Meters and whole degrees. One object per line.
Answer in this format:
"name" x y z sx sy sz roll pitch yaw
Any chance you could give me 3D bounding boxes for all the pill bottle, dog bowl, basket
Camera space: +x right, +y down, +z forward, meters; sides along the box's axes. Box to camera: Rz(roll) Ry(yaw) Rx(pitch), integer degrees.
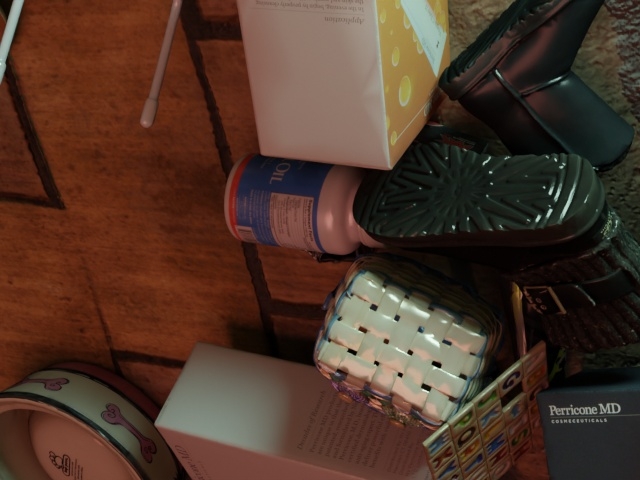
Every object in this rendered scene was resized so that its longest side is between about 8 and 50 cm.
"pill bottle" -0.005 -0.047 1.494 0.221 0.124 0.124 7 125 24
"dog bowl" -0.422 0.393 2.022 0.408 0.150 0.408 15 129 20
"basket" 0.110 0.129 1.472 0.255 0.289 0.201 26 98 11

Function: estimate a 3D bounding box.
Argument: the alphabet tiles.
"alphabet tiles" 0.220 0.249 1.433 0.009 0.198 0.237 42 163 35

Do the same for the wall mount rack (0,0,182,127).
"wall mount rack" -0.280 -0.320 1.393 0.350 0.130 0.304 15 125 0

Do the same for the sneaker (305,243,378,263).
"sneaker" 0.000 0.000 1.562 0.158 0.065 0.061 6 125 25

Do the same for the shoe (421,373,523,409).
"shoe" 0.191 0.225 1.628 0.219 0.058 0.076 3 143 32

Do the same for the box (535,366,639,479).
"box" 0.470 0.313 1.369 0.343 0.179 0.312 -7 91 33

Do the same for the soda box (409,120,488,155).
"soda box" 0.120 -0.119 1.415 0.169 0.060 0.053 22 131 13

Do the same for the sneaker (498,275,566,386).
"sneaker" 0.301 0.115 1.463 0.097 0.084 0.235 -5 120 29

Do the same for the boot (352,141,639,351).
"boot" 0.226 0.015 1.339 0.348 0.131 0.260 9 154 43

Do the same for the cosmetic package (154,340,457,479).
"cosmetic package" 0.011 0.311 1.670 0.453 0.161 0.230 9 145 25

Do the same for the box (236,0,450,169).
"box" 0.028 -0.284 1.246 0.168 0.215 0.345 9 126 23

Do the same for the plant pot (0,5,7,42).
"plant pot" -0.549 -0.340 1.600 0.236 0.032 0.236 13 151 7

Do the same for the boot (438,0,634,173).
"boot" 0.284 -0.183 1.260 0.207 0.094 0.246 40 119 -16
